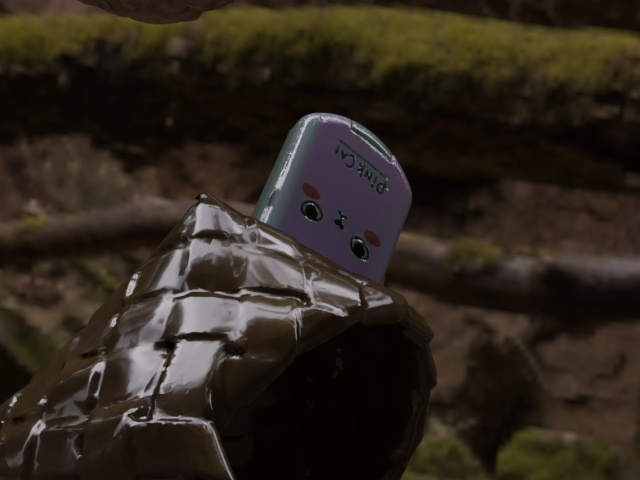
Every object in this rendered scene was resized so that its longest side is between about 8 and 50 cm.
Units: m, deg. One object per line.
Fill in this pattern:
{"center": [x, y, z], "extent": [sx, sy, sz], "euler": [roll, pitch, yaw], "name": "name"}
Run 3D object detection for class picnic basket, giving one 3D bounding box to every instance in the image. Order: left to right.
{"center": [-0.028, 0.186, 1.077], "extent": [0.337, 0.337, 0.293], "euler": [4, -25, 19], "name": "picnic basket"}

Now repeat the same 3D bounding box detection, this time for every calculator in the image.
{"center": [0.000, 0.000, 1.654], "extent": [0.141, 0.246, 0.045], "euler": [39, -35, -24], "name": "calculator"}

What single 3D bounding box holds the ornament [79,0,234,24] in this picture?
{"center": [-0.109, -0.278, 1.297], "extent": [0.225, 0.259, 0.259], "euler": [17, -18, -7], "name": "ornament"}
